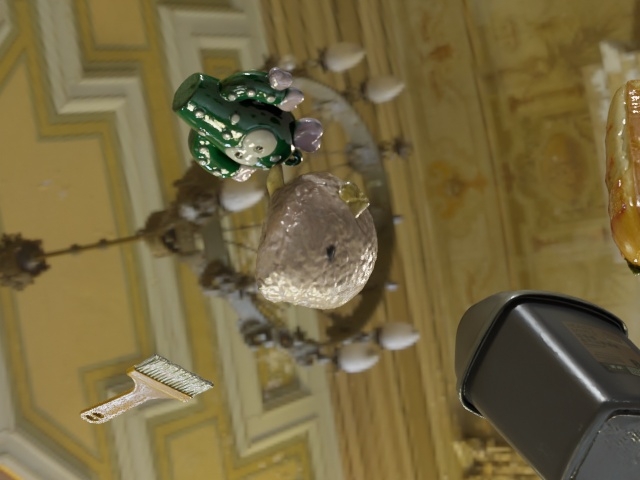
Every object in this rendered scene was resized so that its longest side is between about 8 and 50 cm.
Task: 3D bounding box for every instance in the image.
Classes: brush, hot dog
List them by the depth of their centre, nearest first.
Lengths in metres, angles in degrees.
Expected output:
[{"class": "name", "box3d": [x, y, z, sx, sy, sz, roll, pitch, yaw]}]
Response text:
[{"class": "hot dog", "box3d": [0.285, -0.052, 0.978, 0.104, 0.076, 0.250, 22, -142, -8]}, {"class": "brush", "box3d": [-0.269, 0.225, 1.665, 0.103, 0.272, 0.013, 32, -129, -28]}]

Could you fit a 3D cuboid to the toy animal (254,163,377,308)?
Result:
[{"class": "toy animal", "box3d": [0.002, 0.000, 1.927, 0.358, 0.188, 0.226, 19, -100, -76]}]

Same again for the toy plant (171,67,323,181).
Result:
[{"class": "toy plant", "box3d": [-0.120, -0.187, 1.887, 0.243, 0.233, 0.112, 56, -149, -46]}]

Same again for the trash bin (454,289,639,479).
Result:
[{"class": "trash bin", "box3d": [0.294, 0.178, 1.354, 0.210, 0.290, 0.182, 17, -72, -26]}]
